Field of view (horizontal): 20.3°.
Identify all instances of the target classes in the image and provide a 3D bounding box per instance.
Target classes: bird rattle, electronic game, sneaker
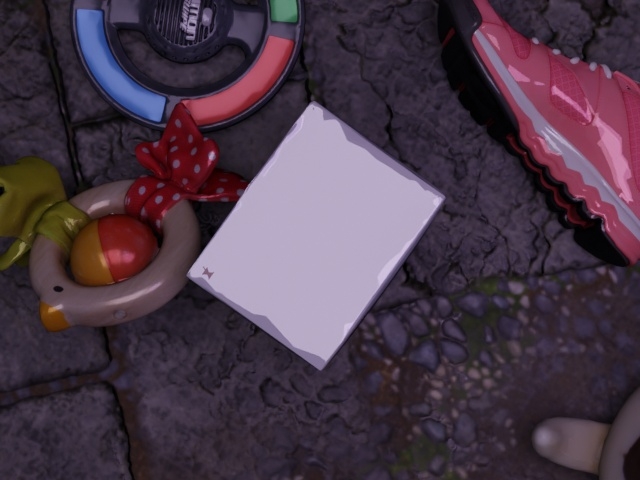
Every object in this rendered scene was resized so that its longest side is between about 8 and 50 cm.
[{"bbox_3d":[-0.184,-0.003,1.667,0.253,0.143,0.207,-9,48,-3],"label":"bird rattle"},{"bbox_3d":[-0.129,-0.217,1.734,0.229,0.048,0.229,0,87,1],"label":"electronic game"},{"bbox_3d":[0.234,-0.129,1.704,0.136,0.116,0.314,-39,94,-10],"label":"sneaker"}]

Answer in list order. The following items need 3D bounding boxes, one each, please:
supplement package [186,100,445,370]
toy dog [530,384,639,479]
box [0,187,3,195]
[{"bbox_3d":[0.000,0.000,1.644,0.149,0.203,0.194,36,90,3],"label":"supplement package"},{"bbox_3d":[0.394,0.206,1.522,0.395,0.408,0.285,27,88,2],"label":"toy dog"},{"bbox_3d":[-0.324,-0.066,1.715,0.018,0.083,0.067,-10,88,1],"label":"box"}]
